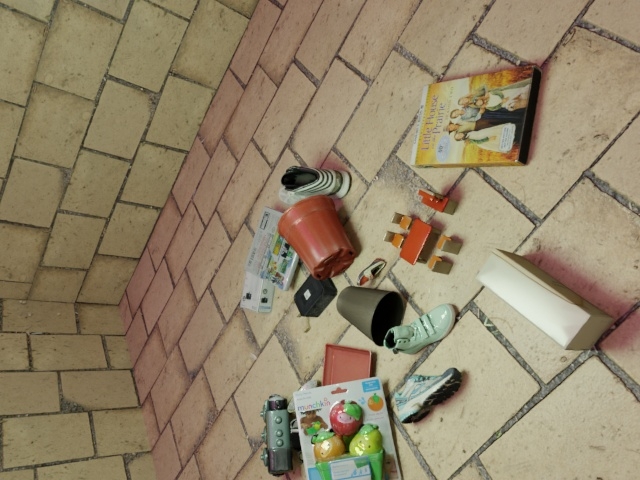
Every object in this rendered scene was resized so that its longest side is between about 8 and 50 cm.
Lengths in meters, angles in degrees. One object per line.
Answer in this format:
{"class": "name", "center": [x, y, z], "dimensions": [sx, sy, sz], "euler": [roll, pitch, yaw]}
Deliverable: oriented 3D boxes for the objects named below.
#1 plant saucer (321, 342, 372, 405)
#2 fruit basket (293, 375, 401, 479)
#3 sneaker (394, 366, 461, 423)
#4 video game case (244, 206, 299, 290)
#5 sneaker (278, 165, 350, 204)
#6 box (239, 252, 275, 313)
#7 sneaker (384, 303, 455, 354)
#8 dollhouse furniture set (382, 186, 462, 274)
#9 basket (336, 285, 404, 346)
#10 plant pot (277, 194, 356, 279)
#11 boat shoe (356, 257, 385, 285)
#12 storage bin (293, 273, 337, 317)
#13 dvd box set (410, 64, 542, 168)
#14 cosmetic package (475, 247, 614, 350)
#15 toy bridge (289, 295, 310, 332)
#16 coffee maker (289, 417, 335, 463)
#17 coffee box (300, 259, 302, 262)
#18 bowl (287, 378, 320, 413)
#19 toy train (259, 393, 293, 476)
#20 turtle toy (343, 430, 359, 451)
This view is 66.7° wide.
{"class": "plant saucer", "center": [0.108, 0.543, 1.889], "dimensions": [0.258, 0.048, 0.259], "euler": [-4, 77, 49]}
{"class": "fruit basket", "center": [0.086, 0.681, 1.693], "dimensions": [0.327, 0.165, 0.353], "euler": [-11, 80, 4]}
{"class": "sneaker", "center": [0.335, 0.482, 1.589], "dimensions": [0.283, 0.110, 0.122], "euler": [-50, 44, 30]}
{"class": "video game case", "center": [-0.209, 0.033, 2.281], "dimensions": [0.300, 0.036, 0.329], "euler": [23, 95, 39]}
{"class": "sneaker", "center": [-0.105, -0.260, 2.165], "dimensions": [0.448, 0.258, 0.169], "euler": [-6, 77, 49]}
{"class": "box", "center": [-0.302, 0.206, 2.420], "dimensions": [0.169, 0.087, 0.289], "euler": [4, 85, 50]}
{"class": "sneaker", "center": [0.323, 0.297, 1.612], "dimensions": [0.256, 0.151, 0.094], "euler": [-49, 46, 29]}
{"class": "dollhouse furniture set", "center": [0.350, -0.043, 1.672], "dimensions": [0.262, 0.135, 0.259], "euler": [37, 109, 47]}
{"class": "basket", "center": [0.175, 0.256, 1.803], "dimensions": [0.227, 0.154, 0.204], "euler": [19, 97, 54]}
{"class": "plant pot", "center": [0.000, 0.000, 1.997], "dimensions": [0.272, 0.272, 0.265], "euler": [-51, 55, 30]}
{"class": "boat shoe", "center": [0.191, 0.124, 1.858], "dimensions": [0.137, 0.049, 0.043], "euler": [-46, 39, -10]}
{"class": "storage bin", "center": [-0.024, 0.234, 2.089], "dimensions": [0.180, 0.084, 0.122], "euler": [-52, 47, 27]}
{"class": "dvd box set", "center": [0.504, -0.399, 1.632], "dimensions": [0.420, 0.062, 0.307], "euler": [10, 88, 50]}
{"class": "cosmetic package", "center": [0.596, 0.155, 1.317], "dimensions": [0.309, 0.160, 0.113], "euler": [44, 114, 44]}
{"class": "toy bridge", "center": [-0.086, 0.321, 2.186], "dimensions": [0.063, 0.026, 0.188], "euler": [-50, 47, 27]}
{"class": "coffee maker", "center": [-0.025, 0.797, 1.952], "dimensions": [0.178, 0.120, 0.171], "euler": [-23, 88, 46]}
{"class": "coffee box", "center": [-0.066, 0.001, 2.226], "dimensions": [0.113, 0.040, 0.184], "euler": [-39, 54, 37]}
{"class": "bowl", "center": [-0.048, 0.661, 1.997], "dimensions": [0.080, 0.170, 0.170], "euler": [45, 127, -6]}
{"class": "toy train", "center": [-0.179, 0.821, 2.052], "dimensions": [0.190, 0.142, 0.333], "euler": [120, 149, -67]}
{"class": "turtle toy", "center": [0.104, 0.745, 1.822], "dimensions": [0.066, 0.095, 0.130], "euler": [-122, 53, -69]}
